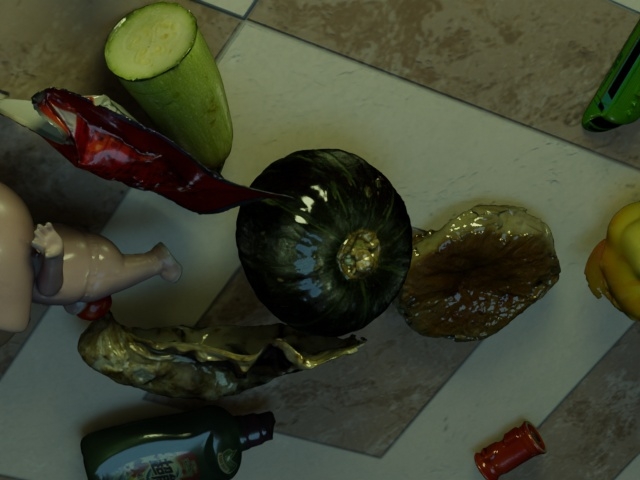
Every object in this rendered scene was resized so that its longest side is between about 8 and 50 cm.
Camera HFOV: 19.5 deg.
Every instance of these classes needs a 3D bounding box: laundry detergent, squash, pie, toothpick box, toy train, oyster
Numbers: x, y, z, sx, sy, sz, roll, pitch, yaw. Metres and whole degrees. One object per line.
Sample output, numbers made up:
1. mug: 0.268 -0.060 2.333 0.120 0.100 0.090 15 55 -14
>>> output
1. laundry detergent: -0.155 0.246 2.126 0.222 0.078 0.144 -15 137 -6
2. squash: -0.132 -0.124 1.780 0.094 0.094 0.224 -20 143 1
3. pie: 0.165 0.036 2.044 0.195 0.046 0.195 -8 134 -9
4. toothpick box: 0.231 0.261 2.280 0.083 0.047 0.047 -35 133 16
5. squash: 0.003 0.001 1.875 0.193 0.156 0.193 -32 132 -45
6. toy train: 0.331 -0.179 1.892 0.044 0.042 0.209 9 129 -24
7. oyster: -0.097 0.124 1.944 0.294 0.094 0.166 2 177 30

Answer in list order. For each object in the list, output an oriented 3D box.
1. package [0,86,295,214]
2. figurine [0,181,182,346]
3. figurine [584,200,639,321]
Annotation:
1. package: -0.177 -0.077 1.749 0.269 0.194 0.071 31 80 -30
2. figurine: -0.292 0.040 1.823 0.287 0.176 0.186 9 105 -43
3. figurine: 0.396 -0.016 2.025 0.246 0.131 0.156 -50 169 9
